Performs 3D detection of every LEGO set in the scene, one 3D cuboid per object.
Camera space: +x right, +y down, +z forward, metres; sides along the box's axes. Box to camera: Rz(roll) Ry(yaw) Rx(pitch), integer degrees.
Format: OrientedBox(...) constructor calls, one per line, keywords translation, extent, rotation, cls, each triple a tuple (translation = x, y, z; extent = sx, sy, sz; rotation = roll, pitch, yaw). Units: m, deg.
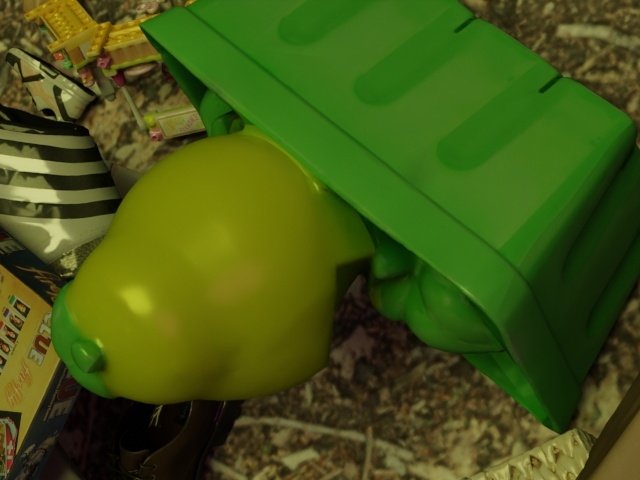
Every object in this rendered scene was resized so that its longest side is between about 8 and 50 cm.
OrientedBox(translation=(-0.161, -0.158, 1.317), extent=(0.287, 0.107, 0.132), rotation=(5, 45, 35), cls="LEGO set")

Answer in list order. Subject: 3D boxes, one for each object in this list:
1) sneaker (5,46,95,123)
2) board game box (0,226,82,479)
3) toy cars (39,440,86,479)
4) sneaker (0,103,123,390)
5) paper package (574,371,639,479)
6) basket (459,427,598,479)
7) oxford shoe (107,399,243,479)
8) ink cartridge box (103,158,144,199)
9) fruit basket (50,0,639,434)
OrientedBox(translation=(-0.253, -0.140, 1.376), extent=(0.109, 0.040, 0.043), rotation=(34, 98, 33), cls="sneaker")
OrientedBox(translation=(-0.263, 0.112, 1.096), extent=(0.165, 0.042, 0.243), rotation=(37, 112, 23), cls="board game box")
OrientedBox(translation=(-0.237, 0.342, 1.139), extent=(0.176, 0.087, 0.393), rotation=(-11, 64, 37), cls="toy cars")
OrientedBox(translation=(-0.317, 0.029, 1.255), extent=(0.447, 0.169, 0.257), rotation=(-23, 77, 33), cls="sneaker")
OrientedBox(translation=(0.311, 0.154, 0.787), extent=(0.325, 0.168, 0.309), rotation=(32, 127, 10), cls="paper package")
OrientedBox(translation=(0.174, 0.219, 0.999), extent=(0.103, 0.113, 0.167), rotation=(-32, 63, 14), cls="basket")
OrientedBox(translation=(-0.140, 0.189, 1.193), extent=(0.083, 0.096, 0.227), rotation=(14, 86, 30), cls="oxford shoe")
OrientedBox(translation=(-0.184, -0.007, 1.285), extent=(0.198, 0.067, 0.115), rotation=(20, 88, 32), cls="ink cartridge box")
OrientedBox(translation=(0.000, 0.000, 1.050), extent=(0.392, 0.283, 0.392), rotation=(-8, 62, 16), cls="fruit basket")
